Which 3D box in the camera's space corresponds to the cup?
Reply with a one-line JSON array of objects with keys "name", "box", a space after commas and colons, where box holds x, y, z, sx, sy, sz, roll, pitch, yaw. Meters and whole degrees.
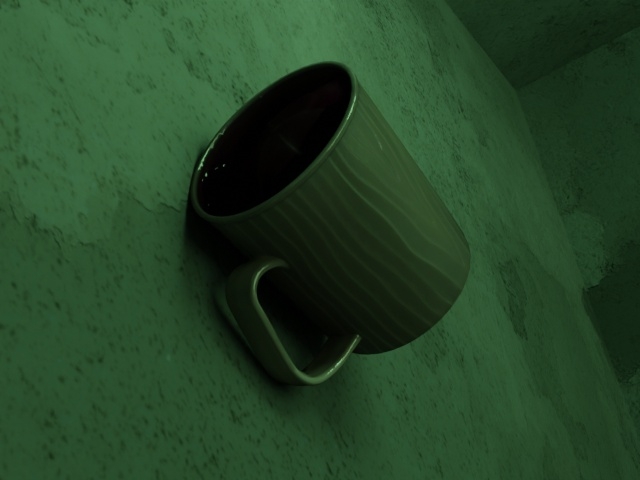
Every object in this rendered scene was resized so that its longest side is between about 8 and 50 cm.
[{"name": "cup", "box": [0.016, -0.008, 1.017, 0.273, 0.208, 0.288, 49, 26, -33]}]
